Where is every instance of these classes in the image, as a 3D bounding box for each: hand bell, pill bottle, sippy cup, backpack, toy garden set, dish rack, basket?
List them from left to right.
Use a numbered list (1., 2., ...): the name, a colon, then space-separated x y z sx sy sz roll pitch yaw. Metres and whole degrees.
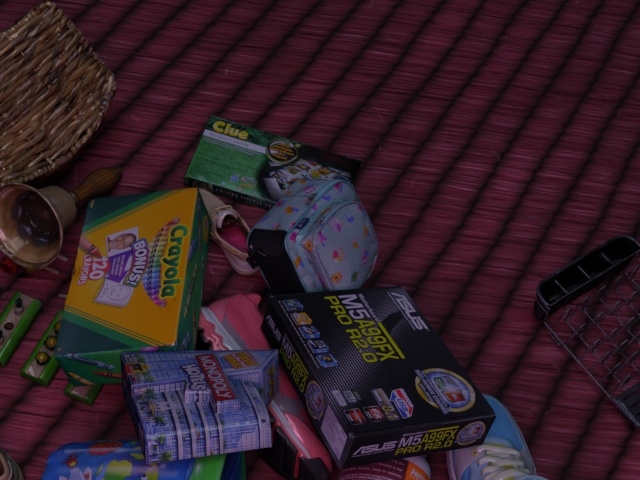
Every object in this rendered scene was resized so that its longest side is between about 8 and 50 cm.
1. basket: -0.485 -0.187 1.663 0.213 0.223 0.299 51 58 -15
2. toy garden set: -0.386 0.093 1.518 0.244 0.049 0.204 22 56 5
3. hand bell: -0.363 -0.061 1.580 0.126 0.126 0.242 30 30 10
4. sippy cup: -0.219 0.337 1.295 0.224 0.240 0.305 4 16 6
5. backpack: 0.000 0.000 1.569 0.144 0.166 0.188 -4 38 33
6. pill bottle: 0.076 0.334 1.393 0.121 0.121 0.221 16 56 2
7. dish rack: 0.468 0.142 1.614 0.208 0.074 0.271 -28 65 -24

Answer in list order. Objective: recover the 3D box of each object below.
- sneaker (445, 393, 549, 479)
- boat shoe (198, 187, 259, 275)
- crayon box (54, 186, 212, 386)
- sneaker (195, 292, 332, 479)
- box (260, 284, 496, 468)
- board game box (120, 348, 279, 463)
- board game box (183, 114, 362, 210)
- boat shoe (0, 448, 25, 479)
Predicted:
1. sneaker: 0.249 0.313 1.383 0.127 0.208 0.319 0 56 -9
2. boat shoe: -0.143 -0.025 1.631 0.063 0.059 0.170 -32 67 -26
3. crayon box: -0.249 0.060 1.469 0.165 0.081 0.278 -6 49 9
4. sneaker: -0.059 0.189 1.471 0.136 0.116 0.314 -27 65 -26
5. box: 0.070 0.169 1.416 0.216 0.060 0.270 -3 38 -27
6. board game box: -0.129 0.185 1.287 0.194 0.060 0.194 -6 19 -17
7. board game box: -0.075 -0.109 1.718 0.259 0.030 0.136 18 58 2
8. boat shoe: -0.501 0.239 1.378 0.285 0.089 0.104 28 57 10
